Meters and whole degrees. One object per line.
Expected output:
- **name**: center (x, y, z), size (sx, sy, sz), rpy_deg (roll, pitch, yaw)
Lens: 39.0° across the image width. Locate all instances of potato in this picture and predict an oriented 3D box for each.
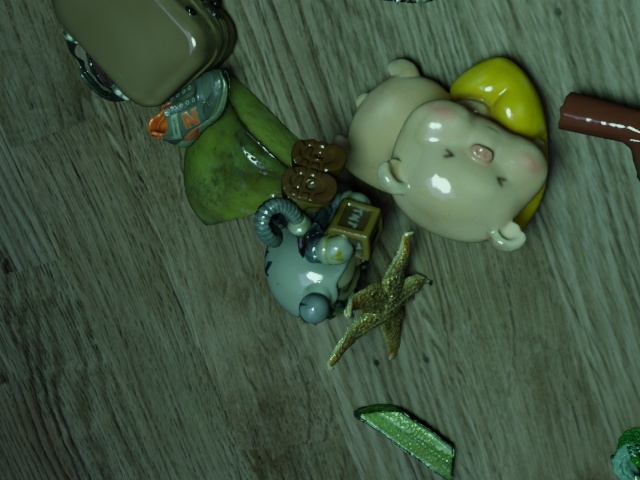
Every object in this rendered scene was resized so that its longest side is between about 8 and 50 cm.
- **potato**: center (-0.155, -0.107, 1.607), size (0.269, 0.112, 0.255), rpy_deg (47, 123, 4)

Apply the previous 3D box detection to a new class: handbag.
- **handbag**: center (-0.325, -0.365, 1.562), size (0.302, 0.149, 0.283), rpy_deg (47, 120, 0)

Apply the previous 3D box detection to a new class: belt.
- **belt**: center (0.550, 0.369, 1.473), size (0.151, 0.079, 0.121), rpy_deg (15, 116, 21)

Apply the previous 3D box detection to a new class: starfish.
- **starfish**: center (0.095, 0.125, 1.531), size (0.048, 0.231, 0.295), rpy_deg (38, 144, 30)

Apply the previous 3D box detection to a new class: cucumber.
- **cucumber**: center (0.168, 0.353, 1.674), size (0.220, 0.046, 0.070), rpy_deg (33, 119, 9)

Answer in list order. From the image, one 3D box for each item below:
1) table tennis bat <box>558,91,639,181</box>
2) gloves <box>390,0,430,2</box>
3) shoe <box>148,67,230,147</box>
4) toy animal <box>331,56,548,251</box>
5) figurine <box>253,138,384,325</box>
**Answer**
- **table tennis bat**: center (0.530, -0.130, 1.227), size (0.415, 0.051, 0.268), rpy_deg (19, 79, 26)
- **gloves**: center (0.082, -0.496, 1.311), size (0.210, 0.135, 0.312), rpy_deg (33, 145, 34)
- **shoe**: center (-0.221, -0.222, 1.517), size (0.194, 0.077, 0.074), rpy_deg (-40, 57, 43)
- **toy animal**: center (0.186, -0.139, 1.343), size (0.345, 0.247, 0.277), rpy_deg (33, 120, 11)
- **figurine**: center (0.003, -0.002, 1.459), size (0.186, 0.261, 0.382), rpy_deg (25, 150, 12)
